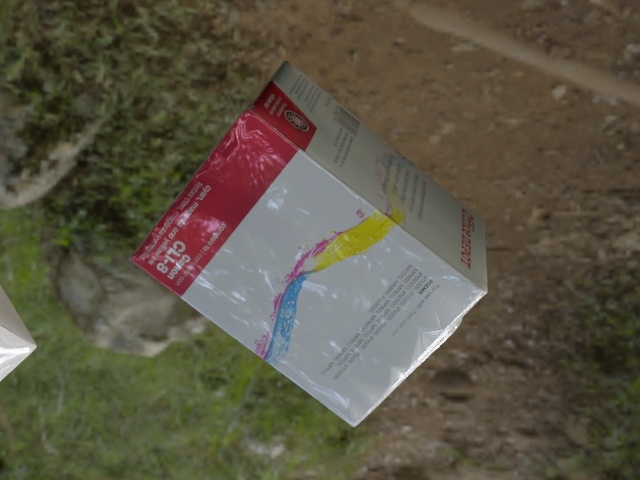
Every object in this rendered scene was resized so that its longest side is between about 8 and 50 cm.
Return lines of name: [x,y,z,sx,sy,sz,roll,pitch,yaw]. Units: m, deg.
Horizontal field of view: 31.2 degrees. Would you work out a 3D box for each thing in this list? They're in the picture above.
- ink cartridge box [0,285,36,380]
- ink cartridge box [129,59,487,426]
ink cartridge box: [-0.418,0.080,0.915,0.270,0.198,0.197,-42,142,1]
ink cartridge box: [0.000,0.000,0.720,0.176,0.128,0.127,38,111,-7]
